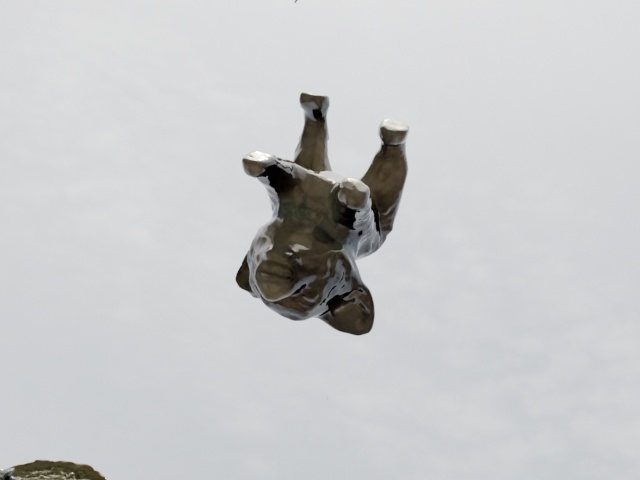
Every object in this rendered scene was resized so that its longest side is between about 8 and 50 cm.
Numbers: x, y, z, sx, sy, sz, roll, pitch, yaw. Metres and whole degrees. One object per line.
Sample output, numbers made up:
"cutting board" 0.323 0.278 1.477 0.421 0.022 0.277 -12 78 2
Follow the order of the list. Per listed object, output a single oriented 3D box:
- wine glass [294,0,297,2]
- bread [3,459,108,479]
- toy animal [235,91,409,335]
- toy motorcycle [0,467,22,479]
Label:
"wine glass" -0.070 -0.122 0.085 0.096 0.309 0.264 37 -132 12
"bread" -0.347 0.361 1.107 0.236 0.236 0.069 -2 -58 0
"toy animal" 0.000 0.000 1.203 0.194 0.344 0.302 15 -62 13
"toy motorcycle" -0.390 0.319 0.921 0.127 0.275 0.205 49 -139 1
